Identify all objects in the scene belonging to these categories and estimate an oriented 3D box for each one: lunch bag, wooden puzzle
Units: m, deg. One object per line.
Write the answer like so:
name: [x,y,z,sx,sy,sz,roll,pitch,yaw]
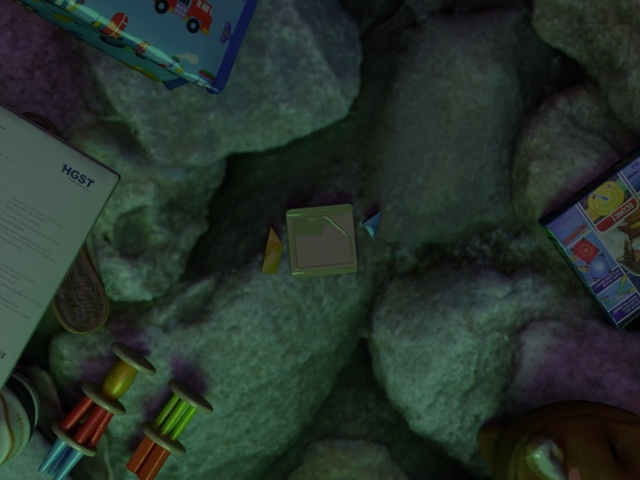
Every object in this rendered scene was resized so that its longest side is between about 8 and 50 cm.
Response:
lunch bag: [-0.141,-0.314,1.472,0.221,0.138,0.293,29,84,-28]
wooden puzzle: [0.000,0.000,1.602,0.116,0.014,0.078,1,103,-7]

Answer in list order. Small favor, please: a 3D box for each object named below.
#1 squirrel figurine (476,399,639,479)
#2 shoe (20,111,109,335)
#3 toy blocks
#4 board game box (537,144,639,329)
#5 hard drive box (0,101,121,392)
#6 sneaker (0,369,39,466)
squirrel figurine: [0.222,0.357,1.559,0.397,0.281,0.370,-20,94,-6]
shoe: [-0.259,-0.015,1.545,0.077,0.058,0.219,-16,99,-13]
toy blocks: [-0.196,0.192,1.586,0.123,0.054,0.148,35,93,-10]
board game box: [0.340,-0.024,1.627,0.201,0.035,0.136,-36,101,0]
hard drive box: [-0.316,-0.003,1.435,0.181,0.089,0.232,32,79,-18]
sneaker: [-0.425,0.136,1.515,0.321,0.127,0.126,13,98,-7]
